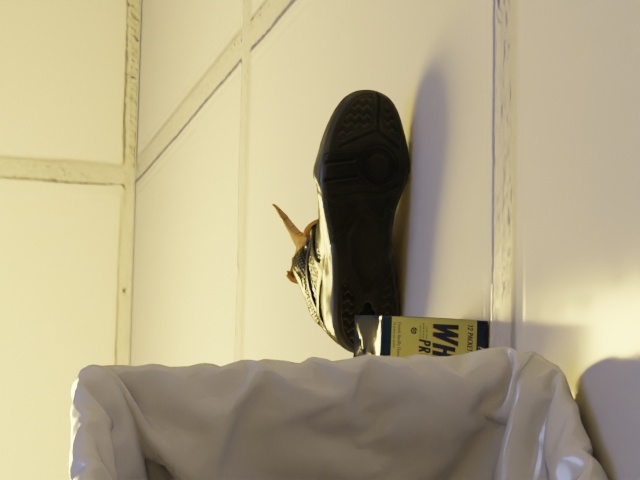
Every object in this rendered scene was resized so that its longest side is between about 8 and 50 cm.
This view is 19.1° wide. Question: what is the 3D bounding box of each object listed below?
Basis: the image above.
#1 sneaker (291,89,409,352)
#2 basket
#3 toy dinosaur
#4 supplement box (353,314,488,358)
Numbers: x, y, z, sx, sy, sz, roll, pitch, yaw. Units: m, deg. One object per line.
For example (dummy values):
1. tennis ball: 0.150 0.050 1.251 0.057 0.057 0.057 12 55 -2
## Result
1. sneaker: 0.021 -0.020 1.685 0.130 0.087 0.228 -165 73 -70
2. basket: 0.011 0.271 1.179 0.328 0.331 0.266 -102 14 -48
3. toy dinosaur: 0.000 0.000 1.868 0.211 0.064 0.112 -30 40 64
4. supplement box: 0.075 0.086 1.443 0.083 0.083 0.056 174 99 -76
